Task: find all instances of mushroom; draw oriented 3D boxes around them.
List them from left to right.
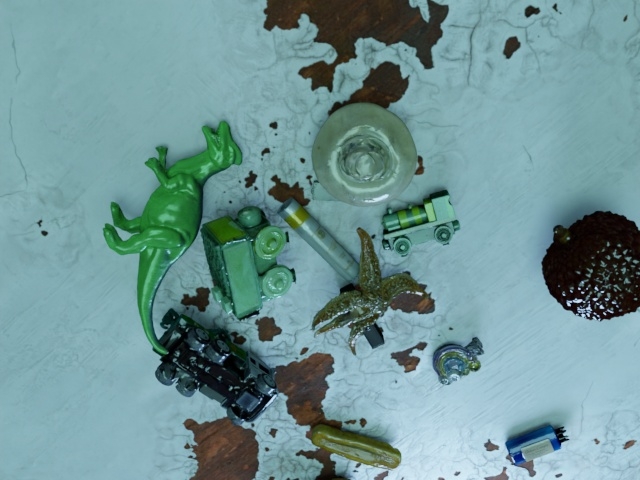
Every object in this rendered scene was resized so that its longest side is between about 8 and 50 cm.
[{"bbox_3d":[0.100,-0.193,1.449,0.245,0.202,0.246,1,105,5],"label":"mushroom"}]

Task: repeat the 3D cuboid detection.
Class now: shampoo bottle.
[{"bbox_3d":[0.652,0.608,1.888,0.182,0.050,0.087,-25,109,10],"label":"shampoo bottle"}]

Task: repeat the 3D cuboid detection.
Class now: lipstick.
[{"bbox_3d":[0.000,0.000,1.608,0.059,0.059,0.264,-39,109,15],"label":"lipstick"}]

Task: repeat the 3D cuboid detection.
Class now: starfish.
[{"bbox_3d":[0.093,0.159,1.604,0.293,0.084,0.301,-45,126,3],"label":"starfish"}]

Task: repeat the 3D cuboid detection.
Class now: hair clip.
[{"bbox_3d":[0.381,0.336,1.772,0.172,0.049,0.116,-37,96,23],"label":"hair clip"}]

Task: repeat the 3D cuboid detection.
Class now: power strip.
[{"bbox_3d":[0.044,-0.122,1.575,0.136,0.019,0.051,2,112,-1],"label":"power strip"}]

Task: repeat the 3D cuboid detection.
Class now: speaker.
[{"bbox_3d":[0.114,0.206,1.707,0.040,0.046,0.191,-27,112,10],"label":"speaker"}]

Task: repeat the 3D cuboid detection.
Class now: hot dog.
[{"bbox_3d":[0.106,0.612,1.878,0.285,0.061,0.088,24,108,-9],"label":"hot dog"}]

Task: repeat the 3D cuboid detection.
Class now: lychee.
[{"bbox_3d":[0.668,0.057,1.536,0.300,0.264,0.264,43,107,-13],"label":"lychee"}]

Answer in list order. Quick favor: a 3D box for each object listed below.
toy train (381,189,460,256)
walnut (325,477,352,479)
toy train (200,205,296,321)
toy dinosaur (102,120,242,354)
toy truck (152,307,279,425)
[{"bbox_3d":[0.245,-0.041,1.586,0.200,0.083,0.132,-16,102,6],"label":"toy train"},{"bbox_3d":[0.021,0.803,1.930,0.245,0.137,0.137,-16,113,3],"label":"walnut"},{"bbox_3d":[-0.179,0.048,1.540,0.188,0.159,0.272,-23,126,-23],"label":"toy train"},{"bbox_3d":[-0.318,-0.004,1.554,0.374,0.144,0.501,-20,107,-7],"label":"toy dinosaur"},{"bbox_3d":[-0.281,0.327,1.684,0.363,0.178,0.176,39,103,-16],"label":"toy truck"}]
